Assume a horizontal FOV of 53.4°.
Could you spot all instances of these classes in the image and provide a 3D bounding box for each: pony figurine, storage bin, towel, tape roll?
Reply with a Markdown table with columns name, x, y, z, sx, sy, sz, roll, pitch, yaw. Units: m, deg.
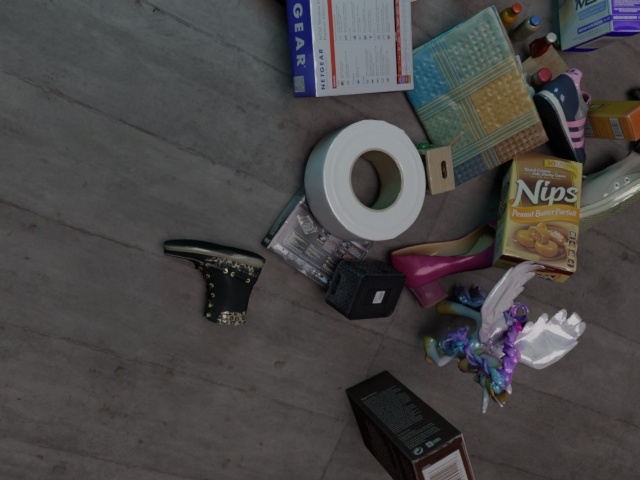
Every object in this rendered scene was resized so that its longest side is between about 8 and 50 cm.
| name | x | y | z | sx | sy | sz | roll | pitch | yaw |
| --- | --- | --- | --- | --- | --- | --- | --- | --- | --- |
| pony figurine | 0.431 | 0.231 | 1.589 | 0.303 | 0.363 | 0.351 | 42 | 85 | -21 |
| storage bin | 0.113 | 0.120 | 1.559 | 0.180 | 0.084 | 0.122 | 4 | 111 | -46 |
| towel | 0.373 | -0.346 | 1.574 | 0.272 | 0.040 | 0.370 | -26 | 112 | 14 |
| tape roll | 0.108 | -0.139 | 1.504 | 0.286 | 0.100 | 0.286 | 1 | 88 | -27 |

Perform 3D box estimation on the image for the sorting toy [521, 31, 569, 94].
| name | x | y | z | sx | sy | sz | roll | pitch | yaw |
| --- | --- | --- | --- | --- | --- | --- | --- | --- | --- |
| sorting toy | 0.570 | -0.417 | 1.663 | 0.274 | 0.046 | 0.132 | -40 | 96 | -9 |

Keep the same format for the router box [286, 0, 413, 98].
| name | x | y | z | sx | sy | sz | roll | pitch | yaw |
| --- | --- | --- | --- | --- | --- | --- | --- | --- | --- |
| router box | 0.070 | -0.491 | 1.401 | 0.301 | 0.082 | 0.335 | -13 | 106 | -37 |

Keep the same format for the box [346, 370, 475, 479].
| name | x | y | z | sx | sy | sz | roll | pitch | yaw |
| --- | --- | --- | --- | --- | --- | --- | --- | --- | --- |
| box | 0.215 | 0.491 | 1.556 | 0.143 | 0.381 | 0.191 | -24 | 109 | -16 |

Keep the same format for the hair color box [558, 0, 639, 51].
| name | x | y | z | sx | sy | sz | roll | pitch | yaw |
| --- | --- | --- | --- | --- | --- | --- | --- | --- | --- |
| hair color box | 0.678 | -0.656 | 1.563 | 0.110 | 0.185 | 0.338 | -5 | 92 | -17 |

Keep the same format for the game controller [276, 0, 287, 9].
| name | x | y | z | sx | sy | sz | roll | pitch | yaw |
| --- | --- | --- | --- | --- | --- | --- | --- | --- | --- |
| game controller | -0.064 | -0.604 | 1.401 | 0.319 | 0.067 | 0.166 | 33 | 89 | -23 |

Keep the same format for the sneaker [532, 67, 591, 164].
| name | x | y | z | sx | sy | sz | roll | pitch | yaw |
| --- | --- | --- | --- | --- | --- | --- | --- | --- | --- |
| sneaker | 0.653 | -0.305 | 1.642 | 0.131 | 0.112 | 0.319 | -44 | 140 | 1 |

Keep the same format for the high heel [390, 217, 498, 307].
| name | x | y | z | sx | sy | sz | roll | pitch | yaw |
| --- | --- | --- | --- | --- | --- | --- | --- | --- | --- |
| high heel | 0.363 | 0.004 | 1.644 | 0.377 | 0.127 | 0.181 | -39 | 115 | -8 |

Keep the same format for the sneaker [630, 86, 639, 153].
| name | x | y | z | sx | sy | sz | roll | pitch | yaw |
| --- | --- | --- | --- | --- | --- | --- | --- | --- | --- |
| sneaker | 0.902 | -0.341 | 1.809 | 0.078 | 0.067 | 0.188 | -4 | 105 | 3 |

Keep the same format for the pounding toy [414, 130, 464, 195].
| name | x | y | z | sx | sy | sz | roll | pitch | yaw |
| --- | --- | --- | --- | --- | --- | --- | --- | --- | --- |
| pounding toy | 0.282 | -0.193 | 1.572 | 0.100 | 0.130 | 0.141 | -15 | 106 | -23 |

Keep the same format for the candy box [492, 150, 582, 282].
| name | x | y | z | sx | sy | sz | roll | pitch | yaw |
| --- | --- | --- | --- | --- | --- | --- | --- | --- | --- |
| candy box | 0.551 | -0.067 | 1.614 | 0.183 | 0.087 | 0.316 | 14 | 66 | 1 |

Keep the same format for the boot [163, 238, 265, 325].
| name | x | y | z | sx | sy | sz | roll | pitch | yaw |
| --- | --- | --- | --- | --- | --- | --- | --- | --- | --- |
| boot | -0.257 | 0.098 | 1.468 | 0.237 | 0.085 | 0.178 | 11 | 99 | -22 |

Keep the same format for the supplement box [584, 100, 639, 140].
| name | x | y | z | sx | sy | sz | roll | pitch | yaw |
| --- | --- | --- | --- | --- | --- | --- | --- | --- | --- |
| supplement box | 0.745 | -0.314 | 1.659 | 0.078 | 0.233 | 0.080 | -34 | 113 | -11 |

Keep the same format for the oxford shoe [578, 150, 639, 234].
| name | x | y | z | sx | sy | sz | roll | pitch | yaw |
| --- | --- | --- | --- | --- | --- | --- | --- | --- | --- |
| oxford shoe | 0.726 | -0.105 | 1.761 | 0.450 | 0.169 | 0.130 | -30 | 69 | -4 |

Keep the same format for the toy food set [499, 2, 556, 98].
| name | x | y | z | sx | sy | sz | roll | pitch | yaw |
| --- | --- | --- | --- | --- | --- | --- | --- | --- | --- |
| toy food set | 0.516 | -0.466 | 1.577 | 0.111 | 0.104 | 0.232 | -12 | 88 | -8 |

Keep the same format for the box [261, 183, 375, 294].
| name | x | y | z | sx | sy | sz | roll | pitch | yaw |
| --- | --- | --- | --- | --- | --- | --- | --- | --- | --- |
| box | 0.000 | 0.000 | 1.553 | 0.231 | 0.056 | 0.183 | 35 | 87 | -23 |
